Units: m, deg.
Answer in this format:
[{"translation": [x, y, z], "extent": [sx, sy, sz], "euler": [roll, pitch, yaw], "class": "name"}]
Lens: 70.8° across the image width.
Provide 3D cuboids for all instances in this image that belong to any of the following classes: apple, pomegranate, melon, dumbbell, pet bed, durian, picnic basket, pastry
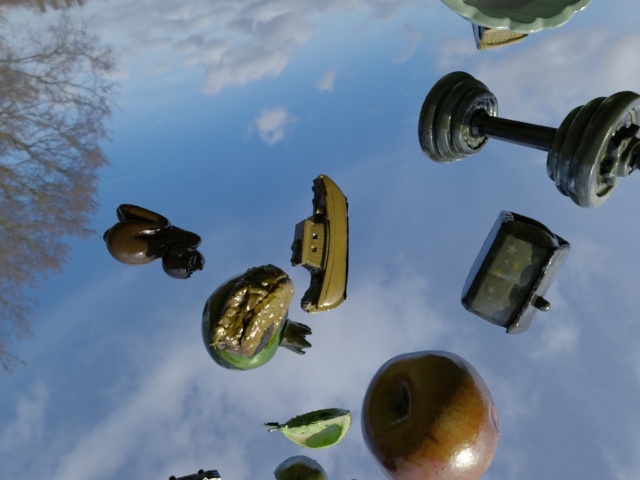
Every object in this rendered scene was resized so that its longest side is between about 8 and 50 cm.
[{"translation": [0.300, 0.500, 1.289], "extent": [0.400, 0.334, 0.400], "euler": [-26, -151, 16], "class": "apple"}, {"translation": [-0.190, 0.268, 1.390], "extent": [0.358, 0.310, 0.216], "euler": [21, 176, -10], "class": "pomegranate"}, {"translation": [-0.038, 0.617, 1.169], "extent": [0.160, 0.128, 0.079], "euler": [27, -101, 5], "class": "melon"}, {"translation": [0.339, -0.182, 0.767], "extent": [0.179, 0.179, 0.406], "euler": [-31, -140, -29], "class": "dumbbell"}, {"translation": [0.401, 0.065, 0.915], "extent": [0.159, 0.211, 0.183], "euler": [26, -160, 14], "class": "pet bed"}, {"translation": [-0.020, 0.423, 1.038], "extent": [0.215, 0.100, 0.086], "euler": [-18, -135, 16], "class": "durian"}, {"translation": [0.408, -0.535, 1.038], "extent": [0.115, 0.079, 0.164], "euler": [-11, -103, 8], "class": "picnic basket"}, {"translation": [-0.157, 0.174, 1.121], "extent": [0.132, 0.235, 0.240], "euler": [23, -103, 3], "class": "pastry"}]

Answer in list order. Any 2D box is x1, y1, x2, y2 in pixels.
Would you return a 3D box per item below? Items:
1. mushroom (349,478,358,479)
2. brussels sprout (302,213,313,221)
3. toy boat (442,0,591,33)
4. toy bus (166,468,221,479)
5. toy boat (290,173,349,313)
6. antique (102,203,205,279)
[{"translation": [0.023, 0.737, 1.148], "extent": [0.270, 0.118, 0.103], "euler": [-28, 172, -30], "class": "mushroom"}, {"translation": [-0.005, 0.000, 1.214], "extent": [0.122, 0.149, 0.151], "euler": [16, -162, 24], "class": "brussels sprout"}, {"translation": [0.280, -0.421, 0.709], "extent": [0.290, 0.199, 0.100], "euler": [5, -176, -2], "class": "toy boat"}, {"translation": [-0.349, 0.657, 1.196], "extent": [0.166, 0.065, 0.047], "euler": [1, -174, -30], "class": "toy bus"}, {"translation": [-0.005, 0.006, 1.030], "extent": [0.121, 0.321, 0.089], "euler": [7, 167, -21], "class": "toy boat"}, {"translation": [-0.427, 0.019, 1.178], "extent": [0.121, 0.257, 0.143], "euler": [-34, -143, 43], "class": "antique"}]
